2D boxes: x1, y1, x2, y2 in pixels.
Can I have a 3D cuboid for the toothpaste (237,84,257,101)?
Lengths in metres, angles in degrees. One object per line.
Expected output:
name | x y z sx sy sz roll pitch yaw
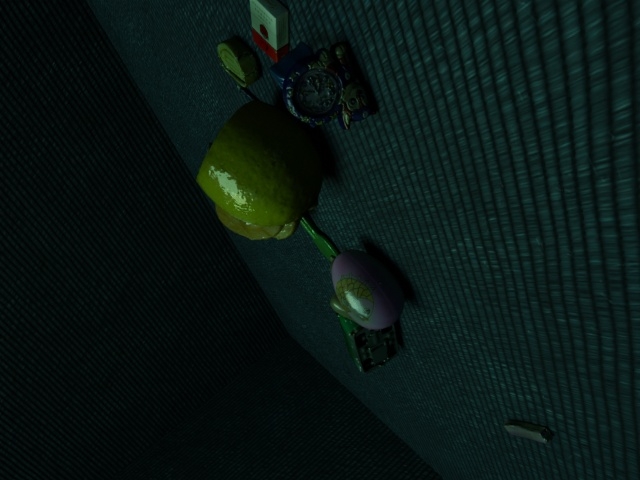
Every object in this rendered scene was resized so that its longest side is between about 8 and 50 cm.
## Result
toothpaste | -0.225 -0.459 1.711 0.140 0.021 0.037 45 161 18

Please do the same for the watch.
watch | -0.012 -0.339 1.181 0.196 0.171 0.200 61 177 -29

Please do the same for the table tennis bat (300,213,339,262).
table tennis bat | 0.000 0.000 2.023 0.257 0.039 0.160 51 165 -13

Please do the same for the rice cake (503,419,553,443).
rice cake | 0.596 0.552 1.536 0.047 0.036 0.206 62 164 5

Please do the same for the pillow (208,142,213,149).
pillow | -0.355 -0.264 2.312 0.308 0.108 0.305 39 163 46

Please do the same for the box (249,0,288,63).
box | -0.122 -0.516 1.277 0.100 0.048 0.152 50 161 16

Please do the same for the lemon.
lemon | -0.151 -0.199 1.532 0.364 0.364 0.364 47 162 20

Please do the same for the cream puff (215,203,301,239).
cream puff | -0.221 -0.161 1.921 0.342 0.231 0.327 14 143 7

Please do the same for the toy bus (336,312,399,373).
toy bus | 0.170 0.325 1.975 0.199 0.183 0.344 56 168 39

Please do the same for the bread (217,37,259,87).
bread | -0.239 -0.523 1.544 0.156 0.064 0.117 48 159 19

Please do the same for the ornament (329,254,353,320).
ornament | 0.109 0.162 1.823 0.244 0.230 0.061 28 138 7

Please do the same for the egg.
egg | 0.144 0.152 1.668 0.271 0.196 0.196 49 163 21
